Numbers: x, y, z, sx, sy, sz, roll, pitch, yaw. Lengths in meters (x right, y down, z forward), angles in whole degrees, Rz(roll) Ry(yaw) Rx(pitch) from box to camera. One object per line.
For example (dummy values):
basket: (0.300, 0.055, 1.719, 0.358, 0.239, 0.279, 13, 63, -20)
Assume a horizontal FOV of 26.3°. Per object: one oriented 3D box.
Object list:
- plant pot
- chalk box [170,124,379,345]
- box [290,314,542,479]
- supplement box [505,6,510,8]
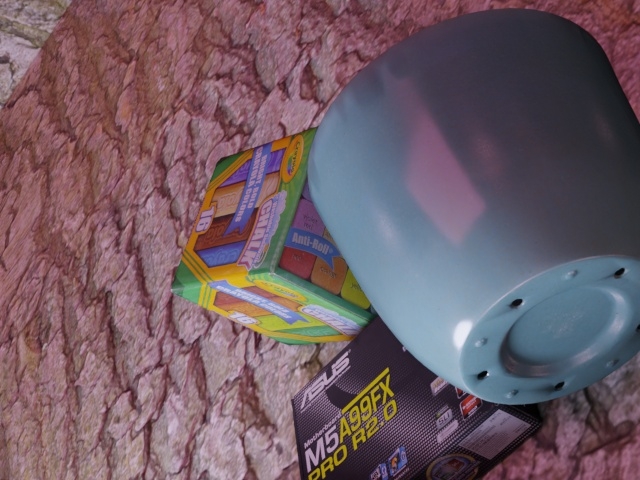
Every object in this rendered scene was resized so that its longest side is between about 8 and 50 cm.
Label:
plant pot: (0.160, -0.008, 1.150, 0.293, 0.293, 0.235, -46, 44, 26)
chalk box: (0.000, 0.000, 1.496, 0.289, 0.180, 0.179, -11, 56, 57)
box: (0.082, 0.167, 1.340, 0.270, 0.060, 0.216, -45, 33, 28)
supplement box: (0.149, -0.153, 1.494, 0.233, 0.078, 0.080, -32, 37, 42)
